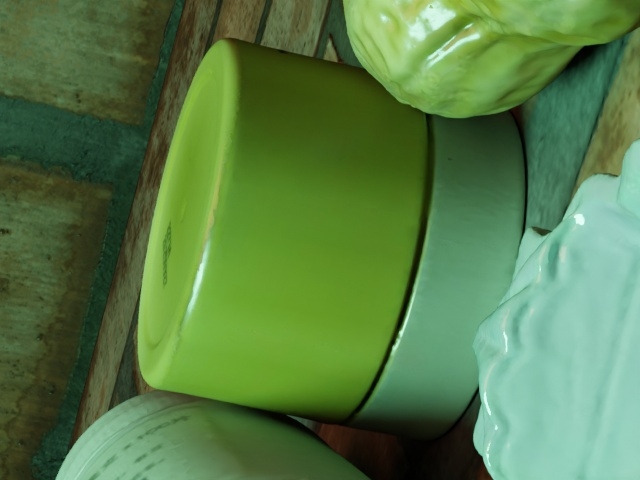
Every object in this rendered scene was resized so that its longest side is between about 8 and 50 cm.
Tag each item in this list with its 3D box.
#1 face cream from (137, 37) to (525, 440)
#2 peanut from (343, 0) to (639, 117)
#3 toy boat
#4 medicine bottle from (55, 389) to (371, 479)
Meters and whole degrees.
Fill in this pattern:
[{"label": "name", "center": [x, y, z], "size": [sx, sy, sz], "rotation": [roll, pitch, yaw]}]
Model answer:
[{"label": "face cream", "center": [0.000, 0.000, 1.068], "size": [0.218, 0.179, 0.218], "rotation": [-168, 90, -77]}, {"label": "peanut", "center": [0.099, -0.139, 0.886], "size": [0.305, 0.147, 0.147], "rotation": [155, 126, -66]}, {"label": "toy boat", "center": [0.132, 0.062, 0.641], "size": [0.290, 0.100, 0.199], "rotation": [-147, 74, -76]}, {"label": "medicine bottle", "center": [-0.056, 0.208, 1.050], "size": [0.371, 0.211, 0.211], "rotation": [-163, 86, -76]}]
